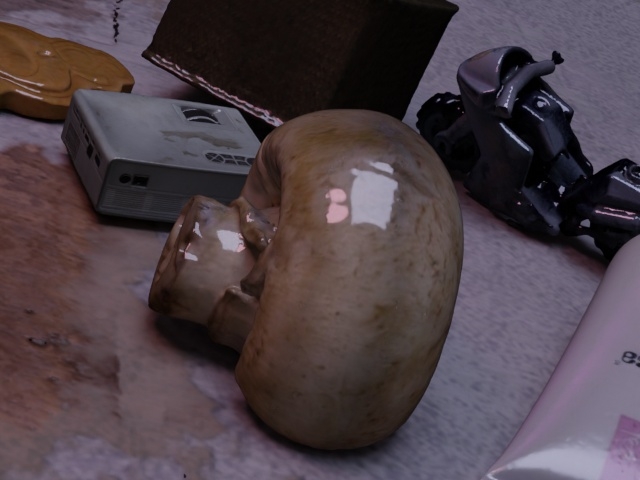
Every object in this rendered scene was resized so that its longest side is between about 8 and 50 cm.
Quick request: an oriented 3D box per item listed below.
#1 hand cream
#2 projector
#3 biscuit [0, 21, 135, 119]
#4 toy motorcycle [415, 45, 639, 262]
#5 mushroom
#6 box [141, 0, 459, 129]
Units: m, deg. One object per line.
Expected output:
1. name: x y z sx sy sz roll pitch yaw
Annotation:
1. hand cream: 0.239 0.113 1.193 0.186 0.118 0.358 24 33 6
2. projector: -0.118 -0.061 1.290 0.147 0.061 0.115 6 32 -29
3. biscuit: -0.266 -0.146 1.375 0.236 0.040 0.144 -3 41 -36
4. toy motorcycle: 0.207 -0.080 1.470 0.270 0.159 0.106 30 49 20
5. mushroom: 0.000 0.000 1.125 0.195 0.189 0.253 17 24 -15
6. box: -0.012 -0.190 1.469 0.184 0.143 0.273 28 14 14
